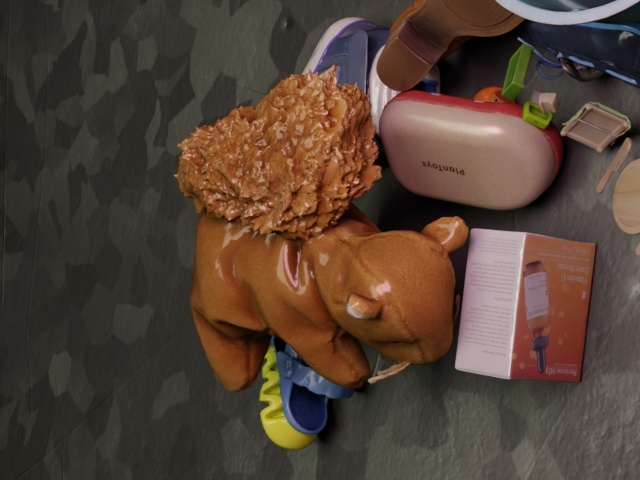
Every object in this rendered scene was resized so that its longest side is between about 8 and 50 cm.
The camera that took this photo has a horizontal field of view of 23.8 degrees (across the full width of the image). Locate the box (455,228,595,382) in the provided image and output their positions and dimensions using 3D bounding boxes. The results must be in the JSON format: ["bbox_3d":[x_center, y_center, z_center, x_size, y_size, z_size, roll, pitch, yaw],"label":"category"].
[{"bbox_3d":[0.244,0.078,1.805,0.091,0.130,0.171,6,90,49],"label":"box"}]

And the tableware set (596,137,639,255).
[{"bbox_3d":[0.391,-0.089,1.698,0.194,0.039,0.128,-63,31,32],"label":"tableware set"}]

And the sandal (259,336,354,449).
[{"bbox_3d":[-0.028,0.124,2.131,0.138,0.126,0.317,-27,73,40],"label":"sandal"}]

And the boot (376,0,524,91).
[{"bbox_3d":[0.196,-0.313,1.886,0.109,0.220,0.283,40,128,-7],"label":"boot"}]

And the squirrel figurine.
[{"bbox_3d":[0.000,0.000,1.858,0.370,0.281,0.397,13,130,60],"label":"squirrel figurine"}]

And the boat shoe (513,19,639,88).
[{"bbox_3d":[0.302,-0.225,1.783,0.258,0.109,0.089,-143,43,-65],"label":"boat shoe"}]

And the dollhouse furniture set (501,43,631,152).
[{"bbox_3d":[0.288,-0.167,1.777,0.076,0.151,0.059,127,165,-60],"label":"dollhouse furniture set"}]

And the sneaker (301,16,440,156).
[{"bbox_3d":[0.047,-0.132,2.061,0.236,0.130,0.323,39,108,49],"label":"sneaker"}]

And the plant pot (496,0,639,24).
[{"bbox_3d":[0.373,-0.356,1.556,0.341,0.334,0.341,-10,77,46],"label":"plant pot"}]

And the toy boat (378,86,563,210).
[{"bbox_3d":[0.197,-0.135,1.895,0.231,0.151,0.151,13,50,32],"label":"toy boat"}]
